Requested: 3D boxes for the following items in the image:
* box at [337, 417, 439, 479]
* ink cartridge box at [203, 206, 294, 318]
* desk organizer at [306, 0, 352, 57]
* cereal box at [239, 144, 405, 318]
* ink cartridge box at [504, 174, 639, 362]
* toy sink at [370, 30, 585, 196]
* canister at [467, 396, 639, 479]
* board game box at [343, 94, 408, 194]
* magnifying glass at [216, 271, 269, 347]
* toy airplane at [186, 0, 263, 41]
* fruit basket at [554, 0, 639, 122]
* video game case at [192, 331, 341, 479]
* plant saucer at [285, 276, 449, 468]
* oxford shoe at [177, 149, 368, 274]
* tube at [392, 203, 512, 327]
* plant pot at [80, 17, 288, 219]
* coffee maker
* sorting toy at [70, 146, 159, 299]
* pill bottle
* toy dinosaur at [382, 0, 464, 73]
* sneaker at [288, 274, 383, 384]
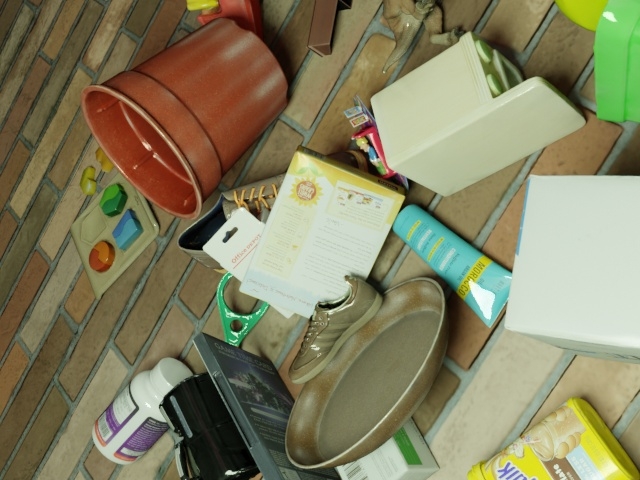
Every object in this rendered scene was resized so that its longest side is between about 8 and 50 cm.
[{"bbox_3d":[0.086,0.301,1.117,0.102,0.087,0.101,-44,54,21],"label":"box"},{"bbox_3d":[-0.083,0.025,1.279,0.104,0.181,0.061,-44,15,21],"label":"ink cartridge box"},{"bbox_3d":[0.019,-0.389,1.400,0.050,0.047,0.130,4,80,38],"label":"desk organizer"},{"bbox_3d":[0.000,0.000,1.204,0.047,0.173,0.240,-81,14,-68],"label":"cereal box"},{"bbox_3d":[0.337,0.042,0.887,0.168,0.233,0.171,4,80,38],"label":"ink cartridge box"},{"bbox_3d":[0.213,-0.183,1.109,0.234,0.153,0.131,-28,60,32],"label":"toy sink"},{"bbox_3d":[0.278,0.285,0.973,0.170,0.073,0.126,-44,54,20],"label":"canister"},{"bbox_3d":[0.078,-0.135,1.221,0.033,0.133,0.168,-28,57,-3],"label":"board game box"},{"bbox_3d":[-0.144,0.153,1.373,0.092,0.026,0.231,14,95,0],"label":"magnifying glass"},{"bbox_3d":[-0.256,-0.557,1.452,0.272,0.386,0.384,-25,61,19],"label":"toy airplane"},{"bbox_3d":[0.394,-0.327,0.915,0.392,0.283,0.392,-6,71,17],"label":"fruit basket"},{"bbox_3d":[-0.071,0.264,1.188,0.026,0.196,0.274,-43,53,8],"label":"video game case"},{"bbox_3d":[0.071,0.185,1.099,0.310,0.050,0.310,-47,14,16],"label":"plant saucer"},{"bbox_3d":[-0.082,-0.044,1.326,0.364,0.133,0.130,-32,59,29],"label":"oxford shoe"},{"bbox_3d":[0.188,0.027,1.143,0.207,0.052,0.080,43,117,33],"label":"tube"},{"bbox_3d":[-0.211,-0.221,1.369,0.272,0.272,0.265,20,55,41],"label":"plant pot"},{"bbox_3d":[-0.160,0.301,1.298,0.171,0.120,0.178,-32,70,10],"label":"coffee maker"},{"bbox_3d":[-0.460,-0.057,1.707,0.229,0.041,0.307,-47,53,20],"label":"sorting toy"},{"bbox_3d":[-0.310,0.299,1.435,0.193,0.108,0.108,-47,53,20],"label":"pill bottle"},{"bbox_3d":[0.139,-0.406,1.262,0.200,0.127,0.295,28,108,48],"label":"toy dinosaur"},{"bbox_3d":[0.006,0.128,1.196,0.188,0.071,0.066,-47,14,8],"label":"sneaker"}]
